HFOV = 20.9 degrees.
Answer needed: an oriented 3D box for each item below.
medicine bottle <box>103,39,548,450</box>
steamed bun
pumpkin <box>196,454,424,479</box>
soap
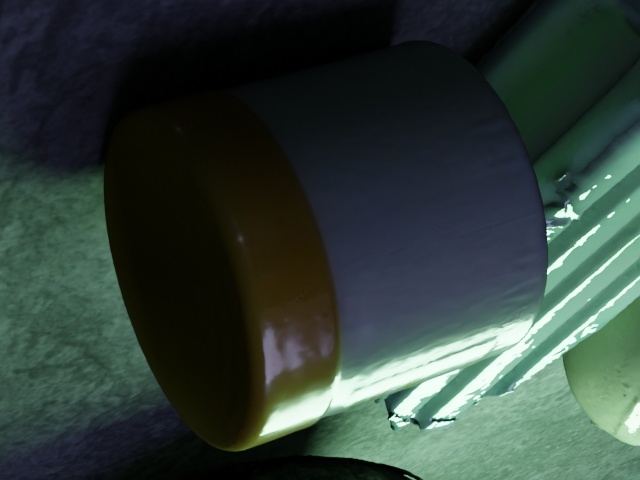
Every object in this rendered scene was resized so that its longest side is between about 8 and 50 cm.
[{"bbox_3d":[0.000,0.000,1.194,0.232,0.238,0.238,-16,152,-25],"label":"medicine bottle"},{"bbox_3d":[0.356,0.062,1.734,0.283,0.177,0.283,-30,157,-14],"label":"steamed bun"},{"bbox_3d":[-0.041,0.404,1.787,0.454,0.344,0.454,-6,148,-4],"label":"pumpkin"},{"bbox_3d":[0.172,-0.020,1.424,0.261,0.156,0.446,0,142,-45],"label":"soap"}]
